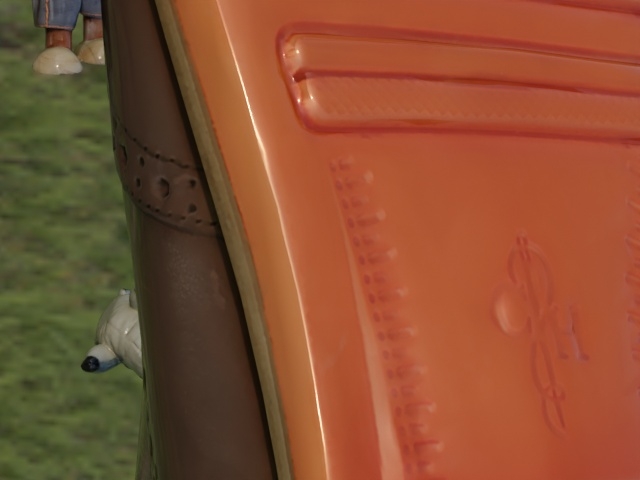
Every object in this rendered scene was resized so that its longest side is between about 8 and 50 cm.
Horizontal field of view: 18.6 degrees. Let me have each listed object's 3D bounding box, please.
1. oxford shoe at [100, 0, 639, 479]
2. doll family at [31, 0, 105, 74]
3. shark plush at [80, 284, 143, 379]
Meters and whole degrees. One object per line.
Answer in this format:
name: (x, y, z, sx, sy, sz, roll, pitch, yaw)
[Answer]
oxford shoe: (0.000, 0.000, 0.382, 0.130, 0.133, 0.363, 7, 62, -32)
doll family: (-0.139, -0.105, 0.598, 0.193, 0.076, 0.111, -16, 115, -44)
shark plush: (-0.128, 0.075, 1.374, 0.073, 0.067, 0.161, -57, -169, -9)
